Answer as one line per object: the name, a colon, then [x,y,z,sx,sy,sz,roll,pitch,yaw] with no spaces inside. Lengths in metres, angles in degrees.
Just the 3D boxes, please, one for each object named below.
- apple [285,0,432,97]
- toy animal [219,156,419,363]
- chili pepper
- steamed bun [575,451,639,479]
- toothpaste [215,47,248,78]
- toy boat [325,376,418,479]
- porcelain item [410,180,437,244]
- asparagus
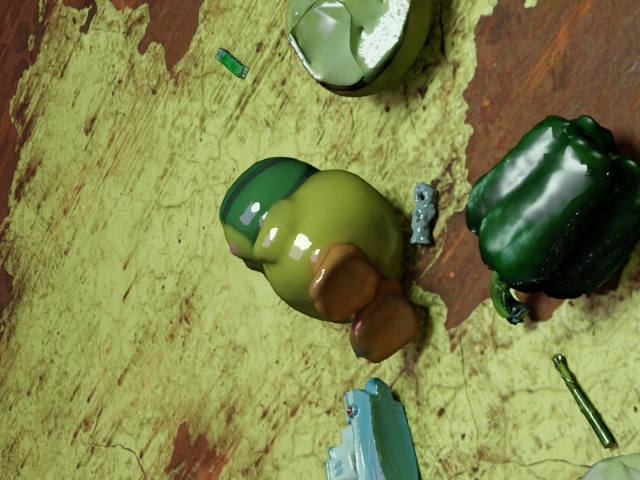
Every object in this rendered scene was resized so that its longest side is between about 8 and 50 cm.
apple: [0.055,-0.294,1.616,0.188,0.174,0.207,-39,45,14]
toy animal: [0.001,-0.003,1.621,0.191,0.216,0.338,-49,38,-2]
chili pepper: [0.243,-0.011,1.336,0.174,0.165,0.261,53,127,28]
steamed bun: [0.324,0.359,1.077,0.309,0.309,0.309,-13,74,50]
toothpaste: [-0.145,-0.290,1.989,0.083,0.017,0.020,45,115,45]
toy boat: [0.063,0.289,1.557,0.102,0.088,0.215,-32,57,33]
porcelain item: [0.133,-0.036,1.581,0.036,0.028,0.083,-8,76,53]
asparagus: [0.290,0.176,1.353,0.015,0.018,0.127,-35,53,12]
